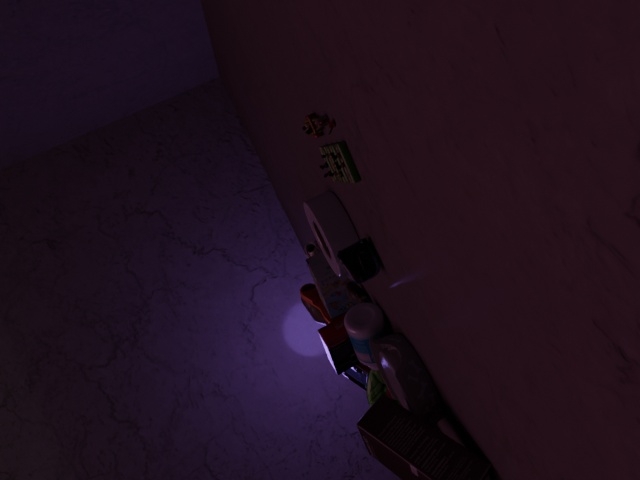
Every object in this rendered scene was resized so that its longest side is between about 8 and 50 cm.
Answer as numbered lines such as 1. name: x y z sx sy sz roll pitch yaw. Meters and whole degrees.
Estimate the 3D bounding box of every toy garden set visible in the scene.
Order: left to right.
1. toy garden set: 0.017 -0.245 1.403 0.203 0.049 0.244 66 173 -11

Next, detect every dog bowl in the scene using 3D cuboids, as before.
1. dog bowl: 0.286 0.466 1.743 0.348 0.102 0.349 62 174 12

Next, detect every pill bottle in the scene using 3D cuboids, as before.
1. pill bottle: 0.186 0.364 1.944 0.146 0.146 0.264 56 170 52

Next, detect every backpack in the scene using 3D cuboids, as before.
1. backpack: 0.119 0.064 1.553 0.114 0.105 0.084 63 -164 8

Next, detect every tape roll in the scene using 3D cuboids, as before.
1. tape roll: 0.046 -0.022 1.793 0.286 0.100 0.286 63 173 14

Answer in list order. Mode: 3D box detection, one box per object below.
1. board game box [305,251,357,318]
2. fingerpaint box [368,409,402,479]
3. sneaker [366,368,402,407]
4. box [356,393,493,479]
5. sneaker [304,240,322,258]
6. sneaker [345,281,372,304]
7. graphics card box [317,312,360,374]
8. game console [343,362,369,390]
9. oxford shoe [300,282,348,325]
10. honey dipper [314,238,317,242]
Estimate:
1. board game box: 0.053 0.186 2.316 0.142 0.144 0.275 -122 10 -46
2. fingerpaint box: 0.421 1.025 2.512 0.445 0.163 0.370 -150 36 -79
3. sneaker: 0.274 0.650 2.174 0.202 0.185 0.482 49 162 53
4. box: 0.300 0.632 1.525 0.381 0.143 0.191 25 146 44
5. sneaker: 0.000 0.124 2.543 0.169 0.108 0.292 51 -176 -40
6. sneaker: 0.164 0.224 2.032 0.188 0.066 0.071 55 153 26
7. graphics card box: 0.131 0.418 2.204 0.094 0.233 0.371 55 170 32
8. game console: 0.210 0.653 2.507 0.342 0.060 0.386 24 155 28
9. oxford shoe: 0.042 0.344 2.466 0.364 0.130 0.132 40 143 39
10. honey dipper: 0.000 0.000 2.550 0.030 0.031 0.161 65 170 -5
